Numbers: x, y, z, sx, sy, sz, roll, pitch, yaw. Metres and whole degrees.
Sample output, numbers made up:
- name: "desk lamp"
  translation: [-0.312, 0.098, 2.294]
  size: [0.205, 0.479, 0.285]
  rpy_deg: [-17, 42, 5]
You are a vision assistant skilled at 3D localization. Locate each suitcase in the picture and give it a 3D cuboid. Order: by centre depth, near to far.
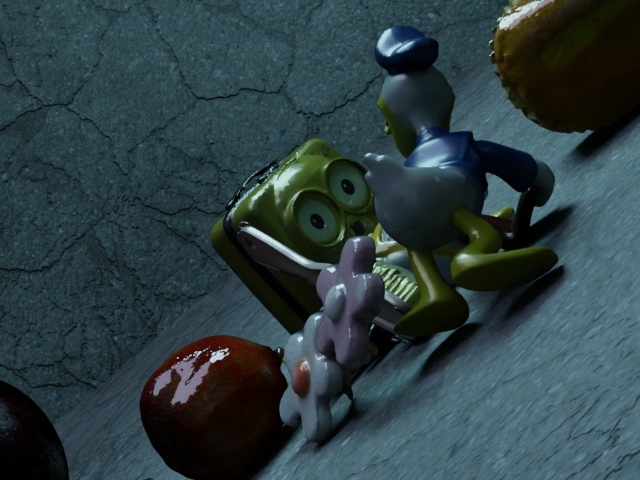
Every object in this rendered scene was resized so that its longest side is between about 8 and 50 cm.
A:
- name: "suitcase"
  translation: [0.000, 0.000, 2.119]
  size: [0.143, 0.235, 0.194]
  rpy_deg: [-34, 10, 50]

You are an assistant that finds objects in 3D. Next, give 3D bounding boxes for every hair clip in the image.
- name: "hair clip"
  translation: [0.016, 0.107, 1.764]
  size: [0.257, 0.075, 0.146]
  rpy_deg: [107, 165, -46]

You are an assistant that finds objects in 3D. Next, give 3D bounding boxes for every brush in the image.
- name: "brush"
  translation: [0.018, 0.033, 1.916]
  size: [0.067, 0.072, 0.313]
  rpy_deg: [-39, 40, -25]

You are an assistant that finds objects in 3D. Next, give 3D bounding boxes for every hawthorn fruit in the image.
- name: "hawthorn fruit"
  translation: [-0.114, 0.184, 1.956]
  size: [0.188, 0.169, 0.169]
  rpy_deg: [-47, 8, -30]

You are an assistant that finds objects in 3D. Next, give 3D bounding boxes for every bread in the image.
- name: "bread"
  translation: [0.333, -0.257, 1.994]
  size: [0.288, 0.204, 0.156]
  rpy_deg: [-37, 3, 5]

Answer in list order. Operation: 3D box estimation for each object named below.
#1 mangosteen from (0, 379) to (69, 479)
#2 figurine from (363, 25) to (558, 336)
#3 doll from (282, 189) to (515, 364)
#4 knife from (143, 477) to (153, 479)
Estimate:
- name: "mangosteen"
  translation: [-0.531, 0.373, 2.348]
  size: [0.382, 0.382, 0.435]
  rpy_deg: [-42, 23, 0]
- name: "figurine"
  translation: [0.150, -0.084, 1.789]
  size: [0.205, 0.338, 0.283]
  rpy_deg: [-30, -23, 32]
- name: "doll"
  translation: [0.084, 0.042, 1.970]
  size: [0.316, 0.103, 0.145]
  rpy_deg: [-49, 12, -13]
- name: "knife"
  translation: [-0.248, 0.357, 2.174]
  size: [0.044, 0.026, 0.296]
  rpy_deg: [-30, 7, 5]
